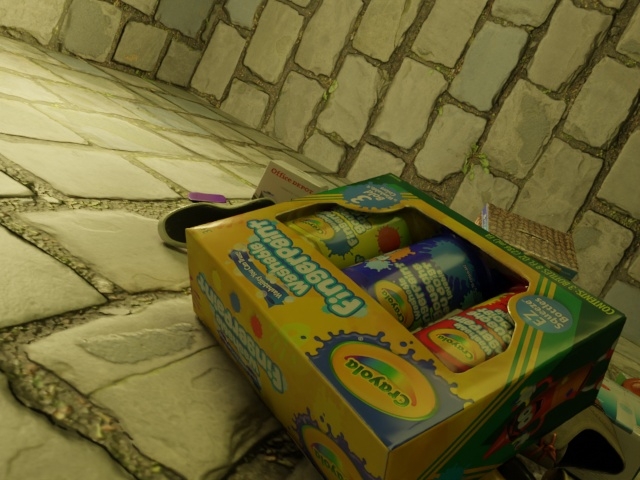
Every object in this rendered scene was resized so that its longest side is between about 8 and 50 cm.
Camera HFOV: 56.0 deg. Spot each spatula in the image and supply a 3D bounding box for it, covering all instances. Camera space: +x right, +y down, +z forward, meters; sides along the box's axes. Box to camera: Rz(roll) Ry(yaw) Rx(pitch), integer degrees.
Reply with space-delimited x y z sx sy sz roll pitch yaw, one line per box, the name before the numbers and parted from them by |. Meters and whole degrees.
spatula | -0.193 -0.073 1.534 0.297 0.030 0.084 22 12 -20

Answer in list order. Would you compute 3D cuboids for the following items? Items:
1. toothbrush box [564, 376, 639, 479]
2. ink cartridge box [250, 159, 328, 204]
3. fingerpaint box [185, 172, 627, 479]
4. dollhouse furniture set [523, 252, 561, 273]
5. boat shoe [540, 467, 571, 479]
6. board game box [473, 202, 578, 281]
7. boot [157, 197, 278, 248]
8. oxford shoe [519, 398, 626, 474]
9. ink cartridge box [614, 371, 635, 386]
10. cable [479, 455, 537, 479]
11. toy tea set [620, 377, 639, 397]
toothbrush box | 0.483 0.323 1.125 0.216 0.126 0.295 33 13 23
ink cartridge box | -0.088 -0.071 1.378 0.140 0.190 0.082 29 13 9
fingerpaint box | 0.084 0.095 0.800 0.371 0.163 0.445 -18 38 -29
dollhouse furniture set | 0.390 0.151 1.358 0.161 0.212 0.242 27 -29 -4
boat shoe | 0.351 0.372 0.858 0.045 0.050 0.135 42 13 0
board game box | 0.457 0.087 1.518 0.232 0.291 0.141 20 42 -3
boot | -0.223 -0.025 1.216 0.244 0.088 0.176 -10 -2 -32
oxford shoe | 0.298 0.253 0.873 0.348 0.123 0.130 16 23 -16
ink cartridge box | 0.849 0.430 1.564 0.109 0.062 0.209 28 13 2
cable | 0.281 0.371 0.757 0.139 0.072 0.287 38 14 -46
toy tea set | 0.619 0.347 1.413 0.200 0.124 0.336 -14 36 -24
